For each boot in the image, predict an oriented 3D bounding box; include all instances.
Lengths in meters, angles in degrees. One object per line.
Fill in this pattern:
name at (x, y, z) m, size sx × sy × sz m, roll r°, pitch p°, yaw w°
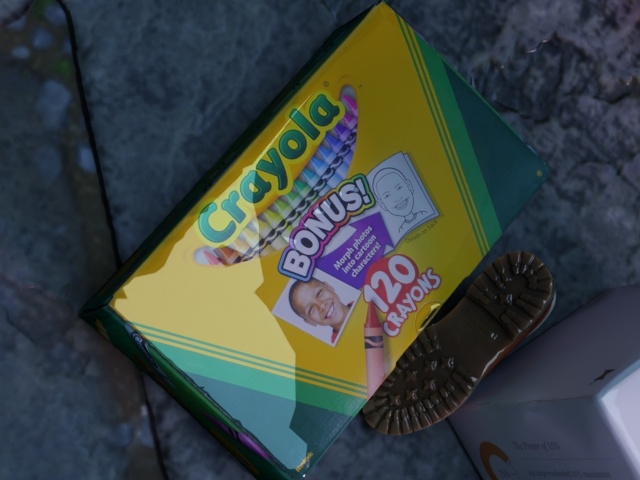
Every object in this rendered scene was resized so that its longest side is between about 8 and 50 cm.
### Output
boot at (0.098, 0.074, 1.091) m, size 0.158 × 0.084 × 0.059 m, roll -41°, pitch 76°, yaw 7°

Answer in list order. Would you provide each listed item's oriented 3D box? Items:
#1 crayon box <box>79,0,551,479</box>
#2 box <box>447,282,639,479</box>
crayon box at (0.000, 0.000, 1.052) m, size 0.165 × 0.081 × 0.278 m, roll 44°, pitch 71°, yaw -10°
box at (0.266, 0.207, 1.054) m, size 0.168 × 0.215 × 0.345 m, roll -32°, pitch 95°, yaw -22°
